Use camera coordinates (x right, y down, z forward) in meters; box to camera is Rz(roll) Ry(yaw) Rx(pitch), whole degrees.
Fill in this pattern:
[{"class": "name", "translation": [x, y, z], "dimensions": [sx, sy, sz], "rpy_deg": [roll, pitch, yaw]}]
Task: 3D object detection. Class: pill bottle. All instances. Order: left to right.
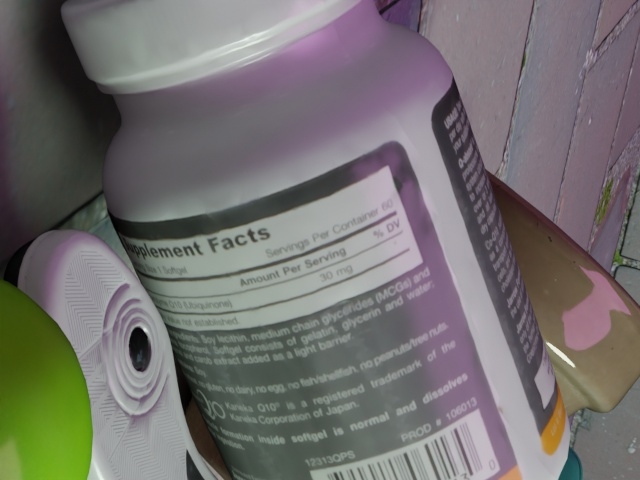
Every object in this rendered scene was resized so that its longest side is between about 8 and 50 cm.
[{"class": "pill bottle", "translation": [0.000, 0.000, 0.568], "dimensions": [0.162, 0.162, 0.278], "rpy_deg": [-46, 121, -50]}]

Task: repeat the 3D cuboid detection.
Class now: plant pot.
[{"class": "plant pot", "translation": [0.037, 0.071, 0.790], "dimensions": [0.229, 0.263, 0.263], "rpy_deg": [-50, 158, -3]}]

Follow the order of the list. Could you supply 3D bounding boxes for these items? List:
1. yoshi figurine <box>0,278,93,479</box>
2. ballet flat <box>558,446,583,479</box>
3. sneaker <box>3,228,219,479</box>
[{"class": "yoshi figurine", "translation": [-0.161, 0.126, 0.320], "dimensions": [0.362, 0.203, 0.203], "rpy_deg": [-75, 146, -55]}, {"class": "ballet flat", "translation": [0.147, 0.305, 1.169], "dimensions": [0.316, 0.107, 0.106], "rpy_deg": [-45, 169, -44]}, {"class": "sneaker", "translation": [-0.119, 0.091, 0.541], "dimensions": [0.079, 0.121, 0.217], "rpy_deg": [-67, 148, -47]}]
